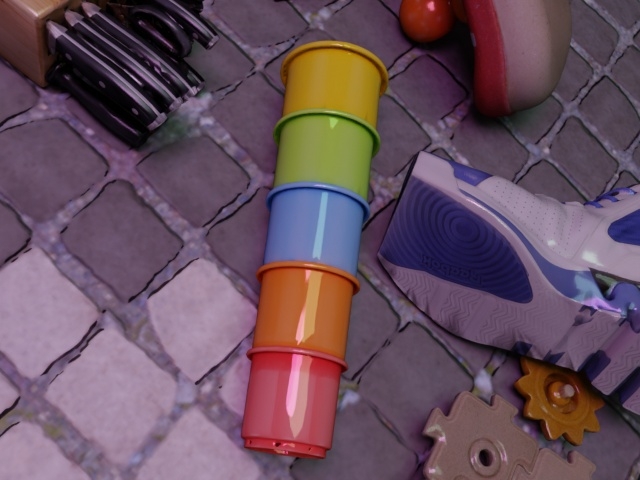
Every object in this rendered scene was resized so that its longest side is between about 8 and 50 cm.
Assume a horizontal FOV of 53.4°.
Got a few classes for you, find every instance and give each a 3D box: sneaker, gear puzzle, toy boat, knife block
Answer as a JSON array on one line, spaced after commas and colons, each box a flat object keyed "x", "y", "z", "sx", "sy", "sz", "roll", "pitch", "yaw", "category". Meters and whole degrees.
[{"x": 0.215, "y": 0.014, "z": 0.559, "sx": 0.316, "sy": 0.127, "sz": 0.182, "roll": 29, "pitch": 42, "yaw": 5, "category": "sneaker"}, {"x": 0.132, "y": 0.216, "z": 0.486, "sx": 0.175, "sy": 0.044, "sz": 0.339, "roll": 36, "pitch": 59, "yaw": -2, "category": "gear puzzle"}, {"x": 0.147, "y": -0.232, "z": 0.616, "sx": 0.151, "sy": 0.151, "sz": 0.231, "roll": -39, "pitch": 116, "yaw": -49, "category": "toy boat"}, {"x": -0.224, "y": -0.182, "z": 0.482, "sx": 0.276, "sy": 0.088, "sz": 0.242, "roll": -3, "pitch": 69, "yaw": -23, "category": "knife block"}]

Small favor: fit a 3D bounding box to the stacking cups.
[{"x": 0.000, "y": 0.000, "z": 0.489, "sx": 0.096, "sy": 0.096, "sz": 0.316, "roll": 12, "pitch": 66, "yaw": -16, "category": "stacking cups"}]
